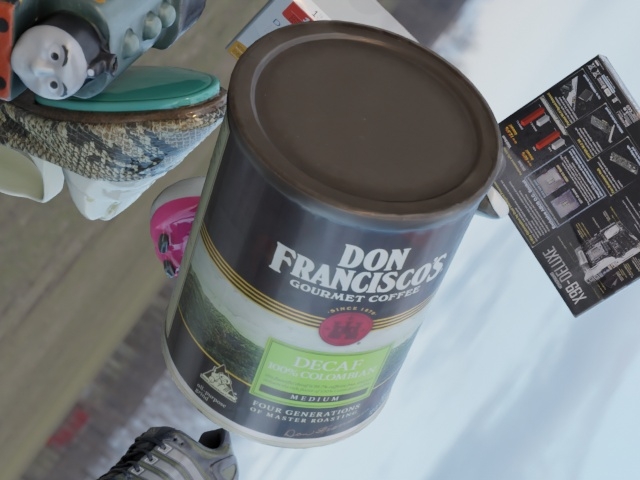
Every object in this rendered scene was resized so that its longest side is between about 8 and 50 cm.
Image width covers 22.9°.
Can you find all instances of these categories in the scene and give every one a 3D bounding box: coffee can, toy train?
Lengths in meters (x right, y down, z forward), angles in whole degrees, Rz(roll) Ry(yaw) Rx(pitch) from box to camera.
[{"bbox_3d":[0.000,0.000,1.212,0.201,0.201,0.275,-56,171,-44],"label":"coffee can"},{"bbox_3d":[-0.237,-0.229,1.510,0.334,0.190,0.142,-56,158,-60],"label":"toy train"}]

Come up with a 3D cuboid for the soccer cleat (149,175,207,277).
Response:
[{"bbox_3d":[-0.065,-0.006,1.493,0.116,0.331,0.143,-13,-118,20],"label":"soccer cleat"}]

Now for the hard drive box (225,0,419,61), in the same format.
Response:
[{"bbox_3d":[-0.002,-0.255,2.068,0.089,0.181,0.232,-50,-173,-24],"label":"hard drive box"}]

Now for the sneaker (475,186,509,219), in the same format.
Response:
[{"bbox_3d":[0.094,-0.040,1.395,0.065,0.158,0.061,-57,143,-11],"label":"sneaker"}]

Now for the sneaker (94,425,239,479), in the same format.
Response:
[{"bbox_3d":[-0.208,0.277,1.821,0.111,0.121,0.300,-11,170,39],"label":"sneaker"}]

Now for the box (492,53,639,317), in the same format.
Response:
[{"bbox_3d":[0.395,-0.078,2.304,0.242,0.307,0.076,-35,173,17],"label":"box"}]

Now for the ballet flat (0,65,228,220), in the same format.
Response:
[{"bbox_3d":[-0.277,-0.120,1.650,0.164,0.482,0.182,-30,127,-46],"label":"ballet flat"}]
